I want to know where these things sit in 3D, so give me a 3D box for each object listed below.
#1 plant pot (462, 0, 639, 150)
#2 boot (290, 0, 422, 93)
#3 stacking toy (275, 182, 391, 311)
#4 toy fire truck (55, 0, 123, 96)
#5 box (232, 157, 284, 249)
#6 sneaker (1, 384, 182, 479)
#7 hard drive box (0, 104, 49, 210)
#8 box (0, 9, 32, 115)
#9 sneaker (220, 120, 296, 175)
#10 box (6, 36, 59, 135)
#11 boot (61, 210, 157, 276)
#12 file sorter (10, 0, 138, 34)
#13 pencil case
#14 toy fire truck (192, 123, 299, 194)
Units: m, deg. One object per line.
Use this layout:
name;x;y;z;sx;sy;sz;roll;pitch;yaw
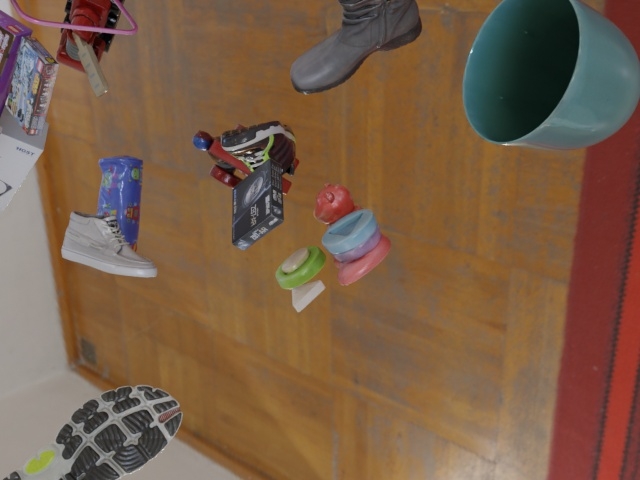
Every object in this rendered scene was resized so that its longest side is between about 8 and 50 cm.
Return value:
plant pot;0.450;-0.300;1.458;0.293;0.235;0.293;-23;63;55
boot;0.060;-0.468;1.687;0.338;0.223;0.118;-32;69;1
stacking toy;0.000;0.000;1.776;0.130;0.279;0.309;56;180;-21
toy fire truck;-0.523;-0.433;1.751;0.158;0.246;0.217;22;150;-16
box;-0.069;-0.040;0.853;0.067;0.018;0.083;-34;43;33
sneaker;-0.303;0.281;1.005;0.107;0.279;0.118;55;172;9
hard drive box;-0.713;-0.188;1.658;0.232;0.181;0.089;-42;38;37
box;-0.650;-0.296;1.369;0.200;0.057;0.293;33;118;-2
sneaker;-0.083;-0.135;1.248;0.084;0.234;0.097;-9;93;19
box;-0.482;-0.257;1.303;0.094;0.027;0.137;46;124;31
boot;-0.492;0.004;1.827;0.258;0.095;0.124;13;97;17
file sorter;-0.346;-0.475;1.152;0.182;0.202;0.291;52;131;36
pencil case;-0.555;-0.080;2.123;0.133;0.119;0.306;5;91;29
toy fire truck;-0.220;-0.220;2.103;0.302;0.254;0.169;33;93;26
